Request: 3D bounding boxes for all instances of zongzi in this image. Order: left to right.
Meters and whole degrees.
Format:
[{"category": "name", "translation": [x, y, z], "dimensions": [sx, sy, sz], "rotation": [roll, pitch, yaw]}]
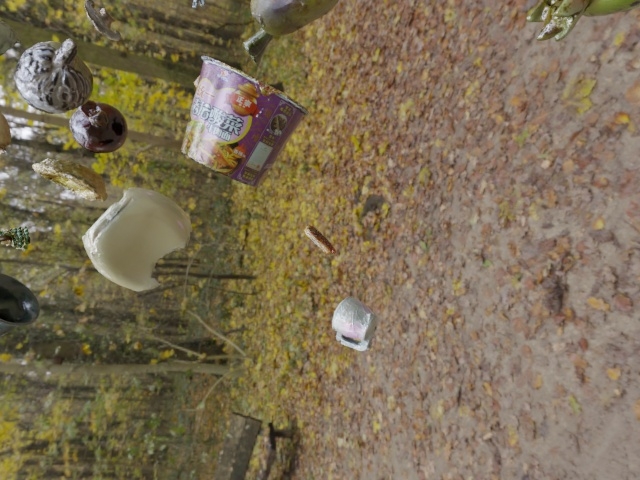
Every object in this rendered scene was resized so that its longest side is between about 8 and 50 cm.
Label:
[{"category": "zongzi", "translation": [-0.206, -0.744, 1.655], "dimensions": [0.062, 0.154, 0.130], "rotation": [56, -175, 22]}]

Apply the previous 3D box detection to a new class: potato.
[{"category": "potato", "translation": [-0.080, -0.707, 1.230], "dimensions": [0.307, 0.210, 0.173], "rotation": [-18, 29, 41]}]

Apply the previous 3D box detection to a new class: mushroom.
[{"category": "mushroom", "translation": [-0.515, -0.518, 1.029], "dimensions": [0.049, 0.101, 0.019], "rotation": [-43, 36, -4]}]

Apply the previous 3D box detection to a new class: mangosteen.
[{"category": "mangosteen", "translation": [-0.623, -0.322, 1.223], "dimensions": [0.152, 0.152, 0.153], "rotation": [-171, 90, -72]}]

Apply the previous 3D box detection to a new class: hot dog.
[{"category": "hot dog", "translation": [0.001, -0.001, 1.576], "dimensions": [0.038, 0.144, 0.062], "rotation": [-49, -9, 20]}]

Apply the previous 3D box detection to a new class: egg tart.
[{"category": "egg tart", "translation": [-0.828, -0.215, 1.466], "dimensions": [0.098, 0.252, 0.232], "rotation": [-70, -25, -13]}]

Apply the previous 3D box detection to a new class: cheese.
[{"category": "cheese", "translation": [-0.484, -0.005, 1.169], "dimensions": [0.266, 0.233, 0.127], "rotation": [-45, 29, -3]}]

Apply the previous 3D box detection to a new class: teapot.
[{"category": "teapot", "translation": [0.145, 0.368, 1.850], "dimensions": [0.178, 0.163, 0.222], "rotation": [25, 97, 28]}]

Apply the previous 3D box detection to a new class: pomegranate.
[{"category": "pomegranate", "translation": [0.488, -0.501, 0.787], "dimensions": [0.285, 0.231, 0.231], "rotation": [-28, 39, 12]}]

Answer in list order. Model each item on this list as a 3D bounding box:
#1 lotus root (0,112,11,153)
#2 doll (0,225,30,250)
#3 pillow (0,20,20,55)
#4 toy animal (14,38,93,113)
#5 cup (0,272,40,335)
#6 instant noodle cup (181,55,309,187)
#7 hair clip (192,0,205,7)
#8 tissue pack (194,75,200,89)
[{"category": "lotus root", "translation": [-0.968, -0.325, 1.299], "dimensions": [0.062, 0.073, 0.150], "rotation": [76, 178, -81]}, {"category": "doll", "translation": [-0.968, -0.018, 1.358], "dimensions": [0.078, 0.113, 0.077], "rotation": [24, 87, 43]}, {"category": "pillow", "translation": [-0.801, -0.407, 0.836], "dimensions": [0.283, 0.310, 0.138], "rotation": [-36, 62, 15]}, {"category": "toy animal", "translation": [-0.371, -0.227, 0.605], "dimensions": [0.137, 0.098, 0.098], "rotation": [-1, 80, 59]}, {"category": "cup", "translation": [-0.977, 0.217, 1.292], "dimensions": [0.150, 0.199, 0.199], "rotation": [-41, 26, 5]}, {"category": "instant noodle cup", "translation": [-0.235, -0.323, 1.248], "dimensions": [0.266, 0.339, 0.340], "rotation": [-63, 20, 7]}, {"category": "hair clip", "translation": [-0.289, -0.592, 1.001], "dimensions": [0.039, 0.030, 0.115], "rotation": [19, -120, -73]}, {"category": "tissue pack", "translation": [-0.321, -0.479, 1.544], "dimensions": [0.092, 0.183, 0.226], "rotation": [-22, 92, 38]}]
